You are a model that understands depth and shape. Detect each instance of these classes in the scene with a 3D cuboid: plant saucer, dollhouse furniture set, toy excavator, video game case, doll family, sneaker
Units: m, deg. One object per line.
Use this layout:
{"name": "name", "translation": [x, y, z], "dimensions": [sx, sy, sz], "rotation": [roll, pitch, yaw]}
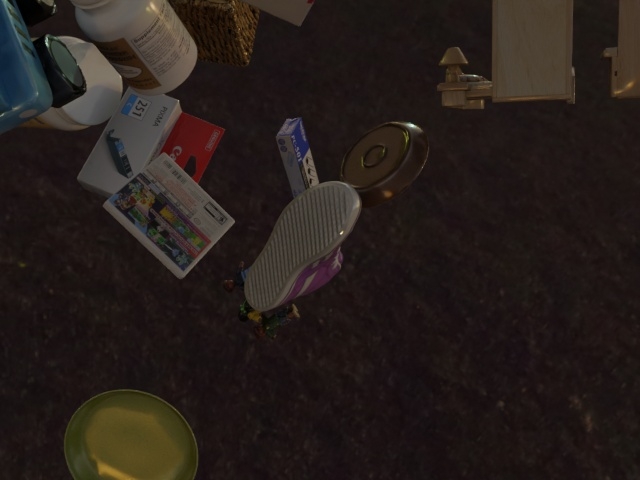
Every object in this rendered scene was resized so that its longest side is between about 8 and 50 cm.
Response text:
{"name": "plant saucer", "translation": [-0.333, 0.369, 1.281], "dimensions": [0.241, 0.241, 0.037], "rotation": [19, 14, -1]}
{"name": "dollhouse furniture set", "translation": [0.347, -0.297, 1.106], "dimensions": [0.303, 0.174, 0.355], "rotation": [1, 9, 18]}
{"name": "toy excavator", "translation": [-0.517, -0.230, 0.973], "dimensions": [0.445, 0.222, 0.433], "rotation": [4, 63, -80]}
{"name": "video game case", "translation": [-0.290, -0.051, 1.402], "dimensions": [0.201, 0.023, 0.183], "rotation": [45, 48, -8]}
{"name": "doll family", "translation": [-0.121, 0.110, 1.392], "dimensions": [0.111, 0.076, 0.193], "rotation": [-32, 35, 4]}
{"name": "sneaker", "translation": [-0.001, -0.001, 1.178], "dimensions": [0.161, 0.282, 0.102], "rotation": [-12, 63, -48]}
{"name": "plant saucer", "translation": [0.092, -0.128, 1.145], "dimensions": [0.029, 0.168, 0.168], "rotation": [41, 26, -37]}

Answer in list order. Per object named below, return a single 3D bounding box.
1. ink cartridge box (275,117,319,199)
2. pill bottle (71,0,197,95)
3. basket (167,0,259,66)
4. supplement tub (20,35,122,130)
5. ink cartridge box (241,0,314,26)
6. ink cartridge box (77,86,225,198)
{"name": "ink cartridge box", "translation": [-0.060, -0.213, 1.921], "dimensions": [0.046, 0.207, 0.097], "rotation": [-1, 37, 21]}
{"name": "pill bottle", "translation": [-0.293, -0.338, 1.092], "dimensions": [0.131, 0.229, 0.131], "rotation": [-8, 61, 15]}
{"name": "basket", "translation": [-0.269, -0.591, 1.733], "dimensions": [0.213, 0.299, 0.223], "rotation": [9, 78, 4]}
{"name": "supplement tub", "translation": [-0.705, -0.410, 1.882], "dimensions": [0.331, 0.241, 0.241], "rotation": [9, 31, 35]}
{"name": "ink cartridge box", "translation": [-0.013, -0.411, 0.868], "dimensions": [0.100, 0.172, 0.237], "rotation": [21, 81, -11]}
{"name": "ink cartridge box", "translation": [-0.420, -0.220, 1.807], "dimensions": [0.261, 0.066, 0.296], "rotation": [22, 73, 4]}
